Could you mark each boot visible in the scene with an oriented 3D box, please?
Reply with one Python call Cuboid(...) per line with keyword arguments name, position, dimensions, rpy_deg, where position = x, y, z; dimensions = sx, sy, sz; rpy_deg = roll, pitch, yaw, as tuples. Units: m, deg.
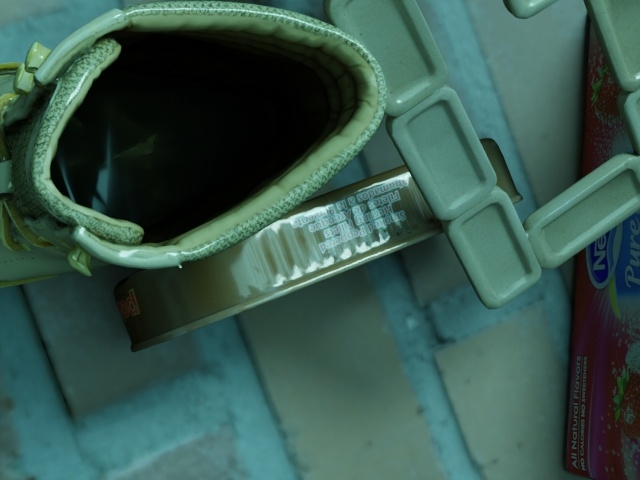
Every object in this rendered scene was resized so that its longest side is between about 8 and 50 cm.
Cuboid(name="boot", position=(-0.120, -0.022, 0.459), dimensions=(0.262, 0.203, 0.095), rpy_deg=(-13, 96, -15))

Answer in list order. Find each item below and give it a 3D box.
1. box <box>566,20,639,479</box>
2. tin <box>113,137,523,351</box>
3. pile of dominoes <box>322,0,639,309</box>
Cuboid(name="box", position=(0.209, -0.001, 0.613), dimensions=(0.123, 0.128, 0.256), rpy_deg=(6, 85, -18))
Cuboid(name="tin", position=(0.000, 0.000, 0.553), dimensions=(0.190, 0.106, 0.040), rpy_deg=(-21, 93, -20))
Cuboid(name="pile of dominoes", position=(0.094, -0.112, 0.470), dimensions=(0.196, 0.040, 0.251), rpy_deg=(-34, 131, -3))
